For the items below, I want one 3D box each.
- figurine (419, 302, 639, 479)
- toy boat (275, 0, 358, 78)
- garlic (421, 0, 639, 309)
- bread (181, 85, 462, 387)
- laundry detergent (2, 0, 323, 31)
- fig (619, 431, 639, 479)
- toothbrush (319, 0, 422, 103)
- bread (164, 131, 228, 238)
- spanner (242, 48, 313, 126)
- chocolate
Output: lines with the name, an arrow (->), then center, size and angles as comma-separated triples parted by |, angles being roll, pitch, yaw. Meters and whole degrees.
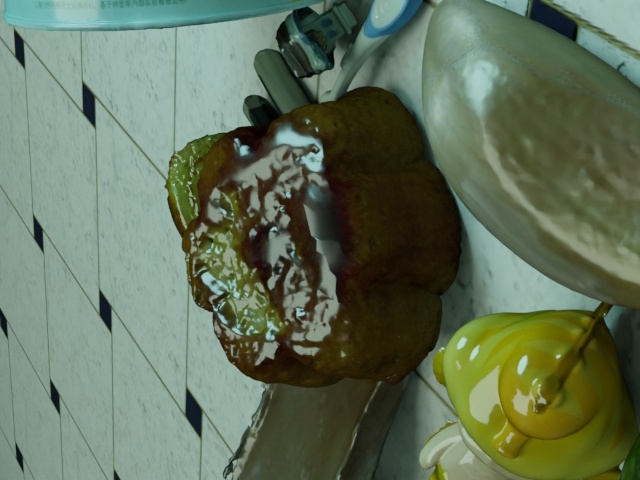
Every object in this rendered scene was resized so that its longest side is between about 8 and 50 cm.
figurine -> 0.142, 0.128, 0.881 | 0.156, 0.131, 0.246 | 34, 141, 6
toy boat -> 0.000, -0.176, 1.066 | 0.059, 0.066, 0.140 | 57, -170, -13
garlic -> 0.158, -0.046, 0.810 | 0.318, 0.112, 0.143 | 41, 134, 34
bread -> -0.007, 0.010, 1.032 | 0.232, 0.135, 0.247 | -24, 76, 36
laundry detergent -> -0.138, -0.345, 1.024 | 0.287, 0.287, 0.305 | 27, 125, 57
fig -> 0.225, 0.147, 0.755 | 0.117, 0.117, 0.177 | 119, 142, -53
toothbrush -> 0.062, -0.194, 0.979 | 0.040, 0.040, 0.386 | 65, 151, 23
bread -> -0.088, -0.033, 1.217 | 0.172, 0.103, 0.132 | 45, -154, -86
spanner -> 0.005, -0.044, 1.157 | 0.325, 0.040, 0.095 | 61, 150, 31
chocolate -> 0.003, 0.192, 1.166 | 0.161, 0.083, 0.261 | 31, 99, 52
